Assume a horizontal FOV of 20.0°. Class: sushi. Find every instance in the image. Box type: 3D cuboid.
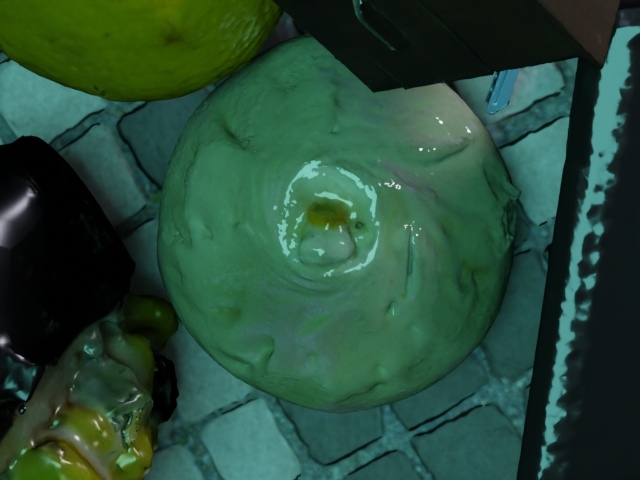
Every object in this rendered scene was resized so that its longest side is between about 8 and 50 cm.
[{"bbox_3d":[-0.234,0.118,1.348,0.285,0.328,0.328,39,96,-9],"label":"sushi"}]

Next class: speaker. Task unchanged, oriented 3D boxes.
[{"bbox_3d":[0.252,-0.008,1.240,0.184,0.180,0.388,10,104,9],"label":"speaker"}]

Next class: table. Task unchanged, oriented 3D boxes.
[{"bbox_3d":[0.075,-0.206,1.162,0.193,0.169,0.172,-5,58,42],"label":"table"}]

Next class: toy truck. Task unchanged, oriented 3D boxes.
[{"bbox_3d":[0.119,-0.140,1.315,0.073,0.056,0.090,-27,106,14],"label":"toy truck"}]

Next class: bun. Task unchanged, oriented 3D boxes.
[{"bbox_3d":[0.000,0.000,1.311,0.283,0.179,0.283,5,106,17],"label":"bun"}]

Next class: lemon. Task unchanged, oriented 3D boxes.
[{"bbox_3d":[-0.142,-0.227,1.255,0.260,0.260,0.284,13,149,13],"label":"lemon"}]
